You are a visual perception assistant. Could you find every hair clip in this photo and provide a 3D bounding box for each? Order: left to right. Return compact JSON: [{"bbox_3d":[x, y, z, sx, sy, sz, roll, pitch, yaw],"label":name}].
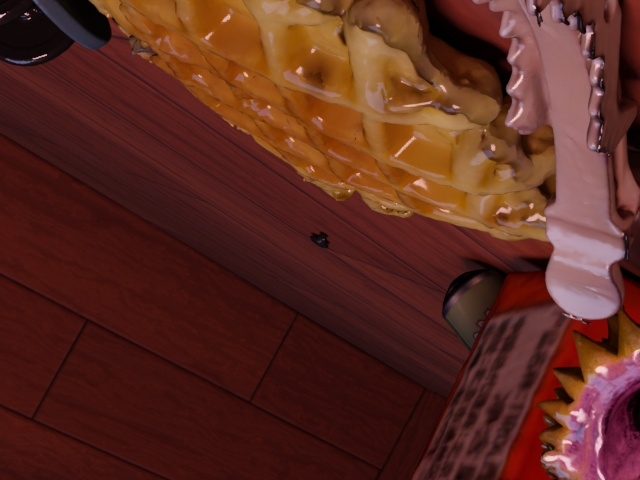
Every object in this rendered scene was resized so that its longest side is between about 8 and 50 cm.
[{"bbox_3d":[0.085,-0.048,0.401,0.034,0.072,0.226,18,161,27],"label":"hair clip"}]

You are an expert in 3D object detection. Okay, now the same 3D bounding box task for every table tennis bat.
[{"bbox_3d":[-0.141,-0.141,0.568,0.100,0.019,0.155,61,-172,22],"label":"table tennis bat"}]

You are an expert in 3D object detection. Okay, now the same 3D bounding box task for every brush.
[{"bbox_3d":[0.000,0.000,1.322,0.024,0.008,0.083,32,174,-2],"label":"brush"}]

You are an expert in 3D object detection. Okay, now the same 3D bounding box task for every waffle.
[{"bbox_3d":[-0.010,-0.075,0.545,0.261,0.056,0.250,37,172,-23],"label":"waffle"}]

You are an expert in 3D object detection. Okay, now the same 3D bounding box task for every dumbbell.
[{"bbox_3d":[-0.171,-0.139,0.680,0.069,0.069,0.147,27,173,14],"label":"dumbbell"}]

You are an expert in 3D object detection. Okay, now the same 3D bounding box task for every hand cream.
[{"bbox_3d":[0.172,0.105,0.901,0.235,0.086,0.055,50,160,29],"label":"hand cream"}]

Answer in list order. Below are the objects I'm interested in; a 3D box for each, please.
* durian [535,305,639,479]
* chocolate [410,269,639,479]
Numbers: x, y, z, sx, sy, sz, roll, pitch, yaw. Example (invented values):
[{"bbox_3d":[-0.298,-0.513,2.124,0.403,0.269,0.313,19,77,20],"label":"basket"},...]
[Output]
[{"bbox_3d":[0.231,0.093,0.536,0.261,0.153,0.186,24,-166,20],"label":"durian"},{"bbox_3d":[0.211,0.232,0.738,0.341,0.360,0.161,29,161,-3],"label":"chocolate"}]
